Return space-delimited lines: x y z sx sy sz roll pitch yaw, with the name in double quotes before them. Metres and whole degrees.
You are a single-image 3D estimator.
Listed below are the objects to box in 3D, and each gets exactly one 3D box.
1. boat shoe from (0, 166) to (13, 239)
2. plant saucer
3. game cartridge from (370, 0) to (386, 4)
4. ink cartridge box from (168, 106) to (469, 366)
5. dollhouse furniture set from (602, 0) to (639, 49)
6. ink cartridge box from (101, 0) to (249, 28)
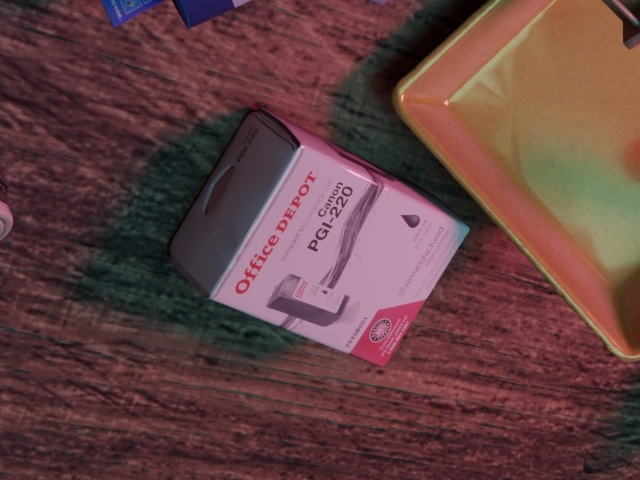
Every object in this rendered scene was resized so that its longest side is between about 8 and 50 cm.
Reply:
"boat shoe" -0.398 -0.017 1.324 0.335 0.096 0.112 -11 157 -23
"plant saucer" 0.279 -0.118 1.614 0.333 0.081 0.333 -43 98 -3
"game cartridge" 0.045 -0.364 1.362 0.230 0.068 0.355 18 116 -28
"ink cartridge box" 0.000 0.000 1.569 0.218 0.092 0.159 24 101 -37
"dollhouse furniture set" 0.250 -0.285 1.485 0.129 0.129 0.183 -32 120 32
"ink cartridge box" -0.040 -0.280 1.315 0.311 0.065 0.186 -24 130 -3
